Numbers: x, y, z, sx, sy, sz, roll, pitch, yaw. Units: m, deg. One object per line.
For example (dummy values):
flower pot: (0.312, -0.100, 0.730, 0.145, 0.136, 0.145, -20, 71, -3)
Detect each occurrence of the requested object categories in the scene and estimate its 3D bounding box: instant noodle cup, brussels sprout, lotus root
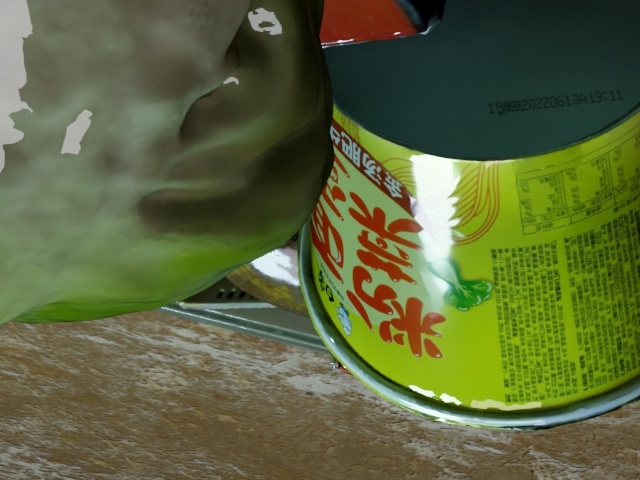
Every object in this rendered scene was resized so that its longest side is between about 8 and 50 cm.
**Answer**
instant noodle cup: (0.117, -0.067, 1.242, 0.311, 0.311, 0.221, 6, 142, 14)
brussels sprout: (-0.135, -0.087, 0.721, 0.274, 0.242, 0.316, 1, 147, 7)
lotus root: (0.000, 0.000, 1.512, 0.210, 0.120, 0.120, 19, 152, -9)

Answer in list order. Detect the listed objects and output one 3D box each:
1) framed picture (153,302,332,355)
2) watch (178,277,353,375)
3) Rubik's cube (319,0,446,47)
framed picture: (-0.011, -0.011, 1.659, 0.326, 0.028, 0.446, 14, 153, -2)
watch: (0.025, 0.070, 1.682, 0.268, 0.102, 0.165, 0, 152, 40)
Rubik's cube: (-0.096, -0.264, 0.935, 0.283, 0.288, 0.293, -5, 146, 27)
